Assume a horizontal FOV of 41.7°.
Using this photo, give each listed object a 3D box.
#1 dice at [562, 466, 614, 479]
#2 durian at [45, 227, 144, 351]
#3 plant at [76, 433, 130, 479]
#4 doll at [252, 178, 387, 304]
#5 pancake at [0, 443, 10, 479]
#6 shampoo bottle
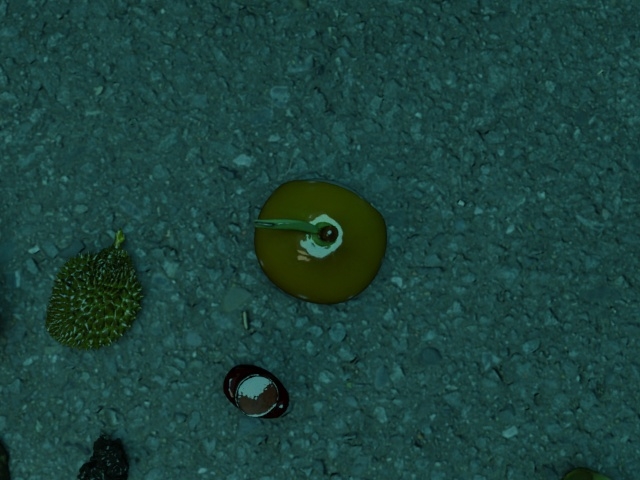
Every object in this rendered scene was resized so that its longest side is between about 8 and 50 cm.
[{"bbox_3d":[0.447,0.468,1.311,0.169,0.166,0.169,31,82,0],"label":"dice"},{"bbox_3d":[-0.353,0.077,1.337,0.146,0.102,0.208,22,78,5],"label":"durian"},{"bbox_3d":[-0.352,0.392,1.312,0.085,0.087,0.174,16,76,28],"label":"plant"},{"bbox_3d":[0.000,0.000,1.300,0.214,0.236,0.213,0,88,-1],"label":"doll"},{"bbox_3d":[-0.586,0.386,1.224,0.033,0.286,0.288,-10,66,36],"label":"pancake"},{"bbox_3d":[-0.096,0.224,1.254,0.102,0.260,0.064,26,81,-2],"label":"shampoo bottle"}]
